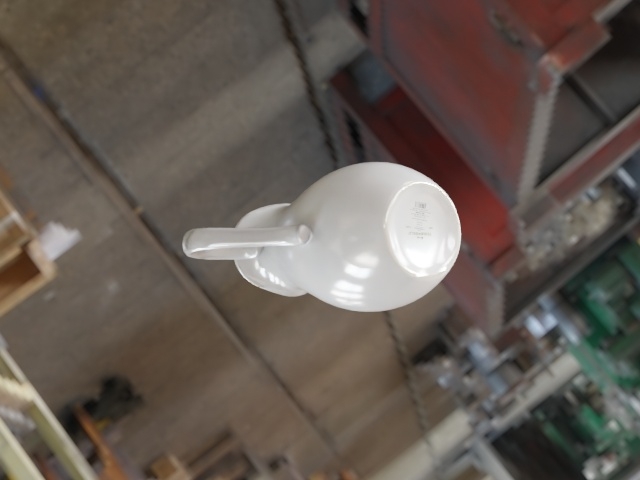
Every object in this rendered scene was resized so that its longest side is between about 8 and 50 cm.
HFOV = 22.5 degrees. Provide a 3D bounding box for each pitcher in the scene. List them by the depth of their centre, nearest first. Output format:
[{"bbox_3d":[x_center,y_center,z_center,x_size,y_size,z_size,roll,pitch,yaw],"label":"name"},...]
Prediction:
[{"bbox_3d":[0.000,0.000,1.366,0.178,0.125,0.207,0,176,-39],"label":"pitcher"}]
